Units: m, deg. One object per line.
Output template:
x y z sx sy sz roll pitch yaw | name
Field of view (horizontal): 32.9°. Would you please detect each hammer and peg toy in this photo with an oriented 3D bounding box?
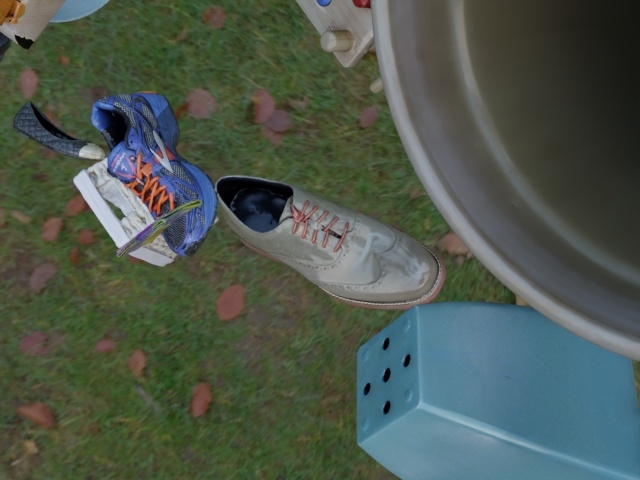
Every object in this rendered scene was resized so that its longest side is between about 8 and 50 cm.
0.075 -0.423 1.839 0.266 0.127 0.361 -46 70 38 | hammer and peg toy

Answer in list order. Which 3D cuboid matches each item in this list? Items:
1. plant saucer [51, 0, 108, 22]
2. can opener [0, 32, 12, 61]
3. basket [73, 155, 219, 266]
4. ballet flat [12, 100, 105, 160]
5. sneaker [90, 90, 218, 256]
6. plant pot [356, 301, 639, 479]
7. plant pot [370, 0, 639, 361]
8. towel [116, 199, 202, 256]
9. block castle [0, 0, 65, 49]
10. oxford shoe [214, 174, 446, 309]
-0.255 -0.297 0.984 0.037 0.195 0.195 9 97 42 | plant saucer
-0.530 -0.256 1.550 0.186 0.073 0.059 -32 76 -29 | can opener
-0.209 -0.048 1.338 0.103 0.167 0.113 -37 77 2 | basket
-0.379 -0.154 1.562 0.173 0.057 0.049 25 97 25 | ballet flat
-0.182 -0.070 1.140 0.083 0.087 0.221 -53 54 31 | sneaker
0.158 0.158 1.032 0.234 0.165 0.166 20 141 -23 | plant pot
0.236 -0.127 0.534 0.323 0.280 0.323 15 113 42 | plant pot
-0.155 -0.012 1.037 0.083 0.060 0.009 -33 90 36 | towel
-0.301 -0.326 0.662 0.213 0.453 0.303 36 101 20 | block castle
0.000 0.000 1.463 0.348 0.130 0.123 18 78 27 | oxford shoe
